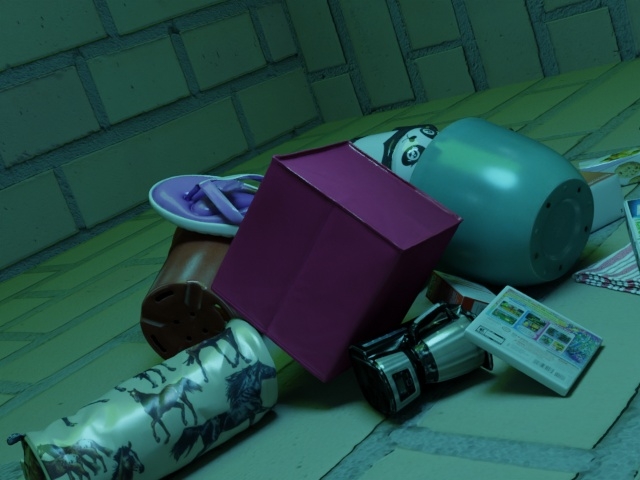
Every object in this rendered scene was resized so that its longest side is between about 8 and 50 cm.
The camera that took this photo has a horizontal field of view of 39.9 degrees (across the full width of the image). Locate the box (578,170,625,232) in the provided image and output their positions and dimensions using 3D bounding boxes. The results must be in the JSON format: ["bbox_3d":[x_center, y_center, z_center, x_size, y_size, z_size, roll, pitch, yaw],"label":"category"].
[{"bbox_3d":[0.504,-0.076,1.775,0.130,0.091,0.170,-24,15,-20],"label":"box"}]

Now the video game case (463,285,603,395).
[{"bbox_3d":[0.298,0.136,1.230,0.157,0.019,0.143,30,38,22],"label":"video game case"}]

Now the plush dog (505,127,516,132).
[{"bbox_3d":[0.318,-0.126,1.807,0.262,0.225,0.211,-12,41,-18],"label":"plush dog"}]

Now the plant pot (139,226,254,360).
[{"bbox_3d":[-0.216,0.103,1.742,0.272,0.272,0.265,-13,23,21],"label":"plant pot"}]

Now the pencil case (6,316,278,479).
[{"bbox_3d":[-0.250,0.268,1.334,0.410,0.160,0.183,-27,30,-29],"label":"pencil case"}]

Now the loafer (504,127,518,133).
[{"bbox_3d":[0.513,-0.195,2.169,0.111,0.112,0.319,22,20,-22],"label":"loafer"}]

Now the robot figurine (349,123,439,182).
[{"bbox_3d":[0.135,-0.127,1.703,0.278,0.209,0.173,-3,-4,43],"label":"robot figurine"}]

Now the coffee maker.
[{"bbox_3d":[0.140,0.177,1.308,0.178,0.120,0.171,-22,-10,-16],"label":"coffee maker"}]

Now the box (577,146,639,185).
[{"bbox_3d":[0.727,-0.175,1.907,0.324,0.067,0.063,-13,16,18],"label":"box"}]

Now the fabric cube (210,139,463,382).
[{"bbox_3d":[0.026,0.021,1.416,0.259,0.258,0.254,37,27,19],"label":"fabric cube"}]

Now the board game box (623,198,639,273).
[{"bbox_3d":[0.579,0.007,1.338,0.193,0.053,0.305,-8,25,16],"label":"board game box"}]

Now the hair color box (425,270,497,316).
[{"bbox_3d":[0.242,0.103,1.446,0.093,0.053,0.167,16,10,-11],"label":"hair color box"}]

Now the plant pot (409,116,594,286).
[{"bbox_3d":[0.331,-0.051,1.551,0.293,0.293,0.235,-28,33,-31],"label":"plant pot"}]

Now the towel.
[{"bbox_3d":[0.529,0.040,1.442,0.144,0.029,0.197,-24,15,-22],"label":"towel"}]

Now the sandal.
[{"bbox_3d":[-0.134,-0.076,1.708,0.416,0.102,0.169,15,38,14],"label":"sandal"}]
